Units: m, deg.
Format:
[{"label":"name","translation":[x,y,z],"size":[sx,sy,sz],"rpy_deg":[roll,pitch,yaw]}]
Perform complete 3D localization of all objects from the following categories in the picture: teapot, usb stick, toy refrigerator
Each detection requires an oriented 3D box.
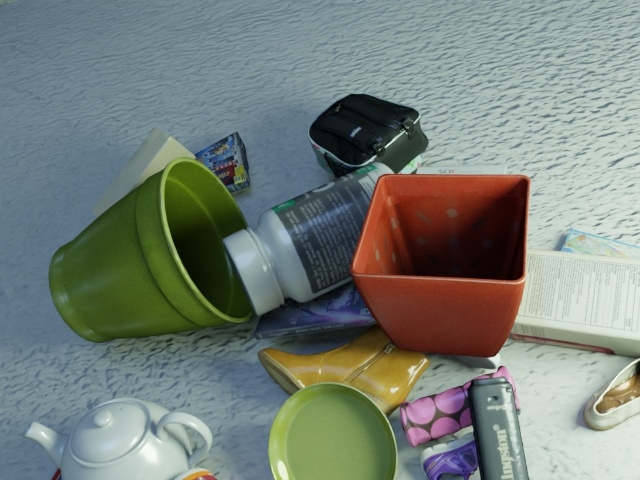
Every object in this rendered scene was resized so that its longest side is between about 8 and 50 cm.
[{"label":"teapot","translation":[-0.363,0.380,1.265],"size":[0.256,0.187,0.253],"rpy_deg":[-33,42,-28]},{"label":"usb stick","translation":[0.292,0.361,1.104],"size":[0.077,0.045,0.277],"rpy_deg":[-9,73,12]},{"label":"toy refrigerator","translation":[-0.454,-0.147,1.759],"size":[0.094,0.102,0.269],"rpy_deg":[32,85,40]}]

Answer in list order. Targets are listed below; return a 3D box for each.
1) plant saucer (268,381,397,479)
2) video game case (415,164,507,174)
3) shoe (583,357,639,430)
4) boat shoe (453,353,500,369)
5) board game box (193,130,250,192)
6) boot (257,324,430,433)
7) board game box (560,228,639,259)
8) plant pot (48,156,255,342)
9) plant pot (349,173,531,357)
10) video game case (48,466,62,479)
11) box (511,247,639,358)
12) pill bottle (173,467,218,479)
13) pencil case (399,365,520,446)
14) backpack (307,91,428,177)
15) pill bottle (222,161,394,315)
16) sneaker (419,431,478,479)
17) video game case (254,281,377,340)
[{"label":"plant saucer","translation":[0.023,0.370,1.205],"size":[0.241,0.037,0.240],"rpy_deg":[-3,81,22]},{"label":"video game case","translation":[0.301,-0.077,1.527],"size":[0.207,0.026,0.226],"rpy_deg":[0,53,21]},{"label":"shoe","translation":[0.542,0.246,1.159],"size":[0.219,0.058,0.076],"rpy_deg":[-32,49,-7]},{"label":"boat shoe","translation":[0.238,0.157,1.317],"size":[0.258,0.095,0.084],"rpy_deg":[26,70,33]},{"label":"board game box","translation":[-0.286,-0.173,1.795],"size":[0.194,0.060,0.194],"rpy_deg":[-19,49,6]},{"label":"boot","translation":[0.045,0.232,1.334],"size":[0.295,0.104,0.211],"rpy_deg":[27,60,29]},{"label":"board game box","translation":[0.547,0.043,1.341],"size":[0.154,0.026,0.103],"rpy_deg":[19,61,31]},{"label":"plant pot","translation":[-0.371,0.055,1.481],"size":[0.353,0.366,0.366],"rpy_deg":[-21,48,18]},{"label":"plant pot","translation":[0.220,0.057,1.198],"size":[0.268,0.235,0.267],"rpy_deg":[3,42,17]},{"label":"video game case","translation":[-0.426,0.527,1.306],"size":[0.285,0.025,0.204],"rpy_deg":[11,58,27]},{"label":"box","translation":[0.467,0.111,1.233],"size":[0.233,0.127,0.148],"rpy_deg":[7,68,24]},{"label":"pill bottle","translation":[-0.175,0.503,1.171],"size":[0.121,0.121,0.221],"rpy_deg":[-44,52,-16]},{"label":"pencil case","translation":[0.243,0.293,1.212],"size":[0.209,0.098,0.095],"rpy_deg":[-19,93,4]},{"label":"backpack","translation":[0.103,-0.228,1.610],"size":[0.225,0.191,0.253],"rpy_deg":[-42,51,-16]},{"label":"pill bottle","translation":[0.000,0.000,1.394],"size":[0.361,0.204,0.204],"rpy_deg":[-25,48,-10]},{"label":"sneaker","translation":[0.257,0.369,1.174],"size":[0.170,0.068,0.071],"rpy_deg":[-24,63,12]},{"label":"video game case","translation":[0.014,0.120,1.416],"size":[0.274,0.026,0.196],"rpy_deg":[-10,29,18]}]
